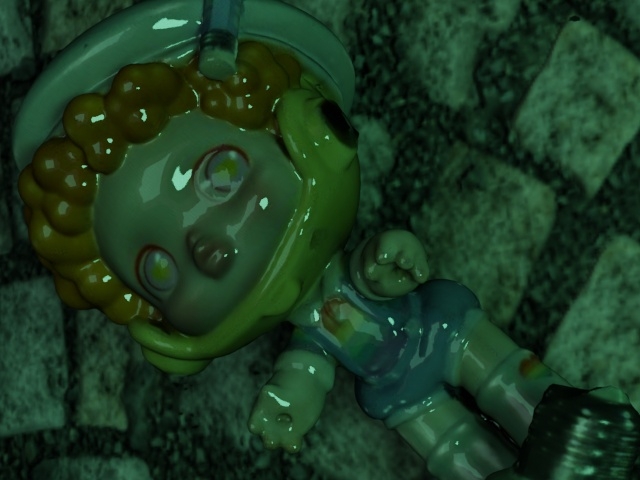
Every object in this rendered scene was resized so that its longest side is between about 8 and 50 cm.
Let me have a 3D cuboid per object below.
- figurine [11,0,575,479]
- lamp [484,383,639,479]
[{"bbox_3d":[-0.016,0.024,1.005,0.224,0.205,0.382,-39,84,25],"label":"figurine"},{"bbox_3d":[0.091,0.233,0.901,0.182,0.182,0.313,1,82,37],"label":"lamp"}]
